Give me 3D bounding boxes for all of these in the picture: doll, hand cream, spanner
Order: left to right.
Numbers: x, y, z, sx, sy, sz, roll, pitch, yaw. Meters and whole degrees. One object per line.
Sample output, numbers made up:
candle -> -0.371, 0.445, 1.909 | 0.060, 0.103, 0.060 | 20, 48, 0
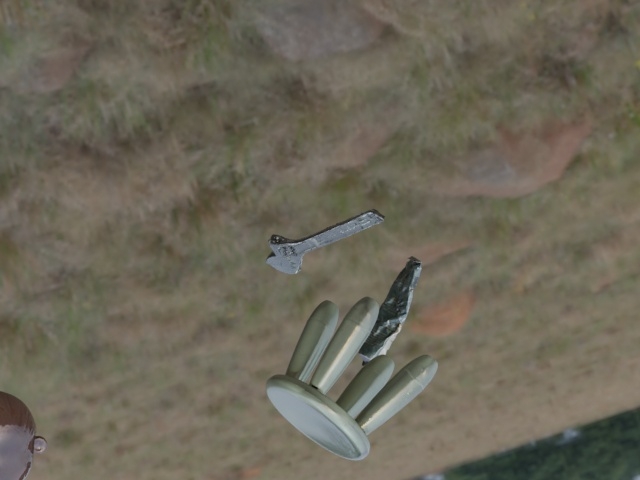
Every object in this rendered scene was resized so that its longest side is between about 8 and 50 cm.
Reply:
doll -> -0.449, 0.253, 1.518 | 0.188, 0.145, 0.096 | 27, 176, -14
spanner -> 0.000, 0.000, 2.106 | 0.325, 0.093, 0.026 | -21, -146, 48
hand cream -> 0.141, 0.146, 2.429 | 0.052, 0.248, 0.075 | 22, -179, -35

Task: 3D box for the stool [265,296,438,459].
stool -> 0.044, 0.220, 1.895 | 0.199, 0.195, 0.195 | -50, -164, -22
